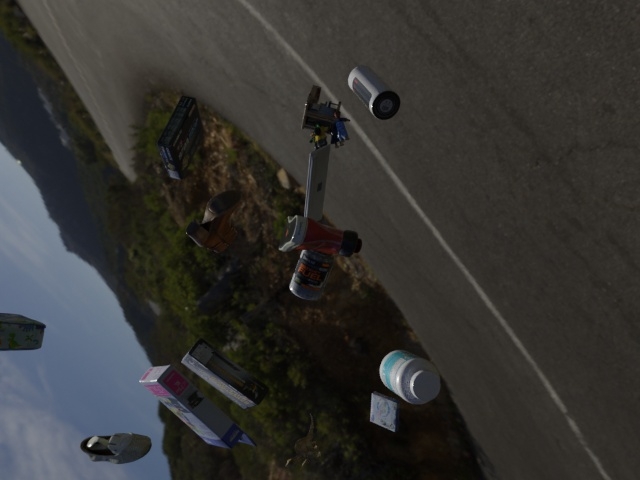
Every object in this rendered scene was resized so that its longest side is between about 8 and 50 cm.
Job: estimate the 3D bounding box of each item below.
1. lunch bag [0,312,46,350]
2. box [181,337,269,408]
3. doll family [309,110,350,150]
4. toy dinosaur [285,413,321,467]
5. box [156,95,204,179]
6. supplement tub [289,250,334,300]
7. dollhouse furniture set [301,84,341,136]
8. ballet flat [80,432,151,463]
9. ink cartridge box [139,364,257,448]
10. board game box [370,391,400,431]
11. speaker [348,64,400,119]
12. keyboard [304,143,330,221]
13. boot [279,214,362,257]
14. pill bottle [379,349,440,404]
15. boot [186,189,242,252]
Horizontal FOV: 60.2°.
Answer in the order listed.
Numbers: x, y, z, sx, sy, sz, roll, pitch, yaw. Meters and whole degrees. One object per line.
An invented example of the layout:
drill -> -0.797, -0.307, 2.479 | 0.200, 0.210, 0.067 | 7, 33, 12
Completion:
lunch bag -> -0.919, 0.255, 1.565 | 0.176, 0.090, 0.219 | 6, 174, 35
box -> -0.266, 0.368, 1.513 | 0.231, 0.056, 0.183 | 38, 152, -4
doll family -> 0.032, -0.391, 1.995 | 0.076, 0.193, 0.111 | 11, -115, -63
toy dinosaur -> -0.041, 0.676, 1.820 | 0.093, 0.183, 0.053 | 39, 161, -23
box -> -0.460, -0.340, 1.835 | 0.051, 0.220, 0.175 | 12, 150, 7
supplement tub -> -0.024, 0.097, 1.877 | 0.117, 0.190, 0.117 | 18, -165, -5
dollhouse furniture set -> 0.013, -0.522, 2.130 | 0.129, 0.183, 0.129 | 14, 143, -2
ballet flat -> -0.393, 0.391, 1.044 | 0.168, 0.057, 0.052 | -18, 126, 28
ink cartridge box -> -0.319, 0.445, 1.431 | 0.311, 0.065, 0.186 | 45, 149, -13
board game box -> 0.187, 0.496, 1.603 | 0.090, 0.020, 0.090 | 11, 103, 40
speaker -> 0.096, -0.272, 1.009 | 0.055, 0.055, 0.136 | 62, -178, -40
keyboard -> -0.011, -0.143, 1.504 | 0.014, 0.072, 0.256 | 33, 138, 25
boot -> 0.000, 0.000, 1.324 | 0.176, 0.088, 0.244 | 14, 176, -13
pill bottle -> 0.299, 0.451, 1.817 | 0.146, 0.146, 0.264 | 52, 170, -6
boot -> -0.278, -0.052, 1.603 | 0.073, 0.197, 0.152 | 56, -173, 33
